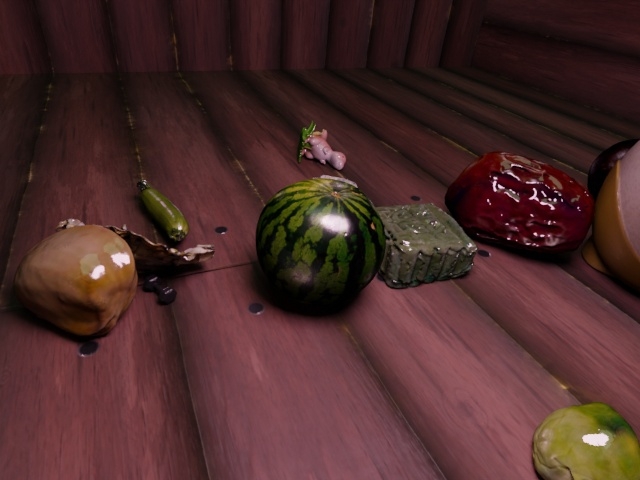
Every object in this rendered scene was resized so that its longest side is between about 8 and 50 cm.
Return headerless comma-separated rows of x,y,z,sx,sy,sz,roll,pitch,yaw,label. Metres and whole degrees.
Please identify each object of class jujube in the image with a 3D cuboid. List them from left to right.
0.546,-0.106,1.178,0.376,0.259,0.258,20,37,24,jujube

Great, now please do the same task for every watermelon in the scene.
0.000,0.000,0.928,0.285,0.285,0.285,4,34,-3,watermelon

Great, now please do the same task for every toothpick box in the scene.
0.894,-0.059,1.015,0.408,0.425,0.409,-2,50,2,toothpick box

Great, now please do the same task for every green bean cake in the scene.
0.252,-0.001,1.106,0.254,0.132,0.241,-6,32,-16,green bean cake

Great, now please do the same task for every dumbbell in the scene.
-0.357,0.108,0.936,0.083,0.040,0.036,28,71,30,dumbbell

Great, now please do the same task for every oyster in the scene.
-0.425,0.022,0.962,0.354,0.107,0.201,13,-4,12,oyster

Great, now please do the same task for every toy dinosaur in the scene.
0.010,-0.358,1.589,0.177,0.152,0.194,6,40,-13,toy dinosaur

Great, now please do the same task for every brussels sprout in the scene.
0.419,0.322,0.652,0.149,0.122,0.152,-5,36,-19,brussels sprout

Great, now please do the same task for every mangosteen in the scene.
1.052,-0.193,1.420,0.287,0.288,0.233,28,68,29,mangosteen

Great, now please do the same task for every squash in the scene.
-0.424,-0.074,1.153,0.071,0.080,0.318,-26,46,-27,squash

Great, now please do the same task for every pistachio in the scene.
-0.496,0.070,0.845,0.260,0.163,0.213,13,79,11,pistachio

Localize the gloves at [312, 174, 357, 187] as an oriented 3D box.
0.044,-0.166,1.364,0.153,0.070,0.114,9,34,2,gloves
